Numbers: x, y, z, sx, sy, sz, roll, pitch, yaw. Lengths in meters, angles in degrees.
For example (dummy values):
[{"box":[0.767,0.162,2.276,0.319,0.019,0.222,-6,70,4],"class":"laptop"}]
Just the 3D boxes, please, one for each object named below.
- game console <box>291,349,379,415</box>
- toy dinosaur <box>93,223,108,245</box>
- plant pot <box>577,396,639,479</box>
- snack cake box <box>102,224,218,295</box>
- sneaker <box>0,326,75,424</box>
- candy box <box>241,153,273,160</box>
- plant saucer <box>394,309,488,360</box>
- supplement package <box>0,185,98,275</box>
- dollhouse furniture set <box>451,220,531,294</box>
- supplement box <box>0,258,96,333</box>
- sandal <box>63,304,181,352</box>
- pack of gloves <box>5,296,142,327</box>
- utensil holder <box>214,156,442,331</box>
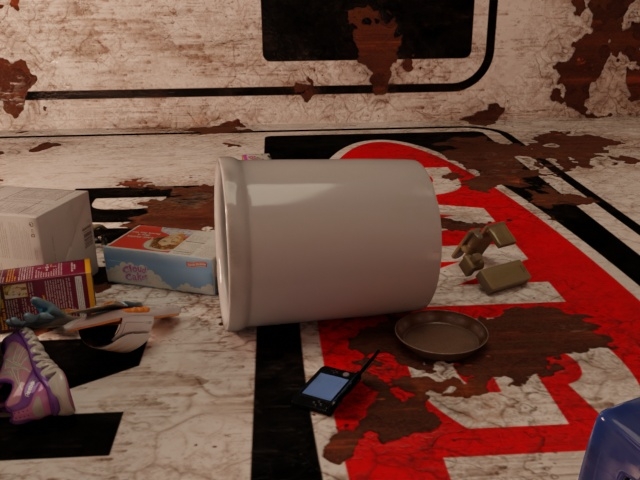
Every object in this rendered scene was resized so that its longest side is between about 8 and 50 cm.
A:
[{"box":[0.025,0.218,1.142,0.107,0.071,0.122,10,23,25],"class":"game console"},{"box":[-0.595,-0.004,1.757,0.118,0.064,0.268,5,17,33],"class":"toy dinosaur"},{"box":[0.414,0.298,0.715,0.236,0.235,0.212,-8,28,-21],"class":"plant pot"},{"box":[-0.325,0.040,1.591,0.265,0.089,0.152,6,24,17],"class":"snack cake box"},{"box":[-0.481,0.218,1.137,0.105,0.095,0.236,-23,31,-30],"class":"sneaker"},{"box":[-0.139,-0.073,1.677,0.071,0.233,0.159,-4,21,-11],"class":"candy box"},{"box":[0.220,0.176,1.305,0.169,0.029,0.168,0,20,0],"class":"plant saucer"},{"box":[-0.655,0.004,1.537,0.263,0.199,0.198,4,21,13],"class":"supplement package"},{"box":[0.369,0.065,1.594,0.144,0.123,0.151,-12,59,-28],"class":"dollhouse furniture set"},{"box":[-0.541,0.107,1.400,0.188,0.104,0.081,-7,21,-17],"class":"supplement box"},{"box":[-0.339,0.163,1.293,0.102,0.076,0.265,-14,-7,27],"class":"sandal"},{"box":[-0.434,0.116,1.271,0.195,0.046,0.232,-12,-7,-2],"class":"pack of gloves"},{"box":[0.000,0.000,1.371,0.386,0.327,0.327,-2,21,-11],"class":"utensil holder"}]
